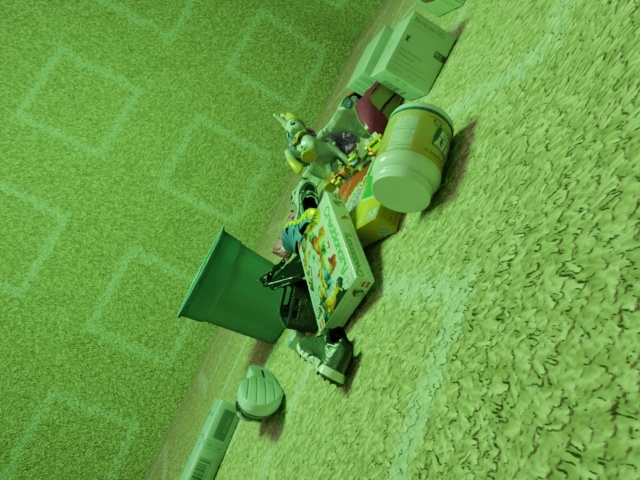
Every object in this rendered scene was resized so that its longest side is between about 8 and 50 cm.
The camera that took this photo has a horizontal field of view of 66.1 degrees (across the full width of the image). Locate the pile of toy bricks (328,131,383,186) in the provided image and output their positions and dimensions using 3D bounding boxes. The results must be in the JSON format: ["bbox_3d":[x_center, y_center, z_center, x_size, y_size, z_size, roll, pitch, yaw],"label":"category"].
[{"bbox_3d":[0.136,-0.207,1.474,0.212,0.118,0.105,-41,48,19],"label":"pile of toy bricks"}]

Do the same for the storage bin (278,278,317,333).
[{"bbox_3d":[-0.058,0.177,1.382,0.180,0.084,0.122,-153,75,-78],"label":"storage bin"}]

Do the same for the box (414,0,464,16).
[{"bbox_3d":[0.404,-0.836,1.581,0.149,0.126,0.232,-61,13,11],"label":"box"}]

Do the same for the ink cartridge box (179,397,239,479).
[{"bbox_3d":[-0.412,0.717,1.737,0.385,0.091,0.308,-33,32,64],"label":"ink cartridge box"}]

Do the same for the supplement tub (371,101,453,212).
[{"bbox_3d":[0.191,-0.173,1.030,0.144,0.144,0.200,-40,26,60],"label":"supplement tub"}]

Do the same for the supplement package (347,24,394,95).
[{"bbox_3d":[0.228,-0.648,1.841,0.194,0.149,0.203,-64,13,-5],"label":"supplement package"}]

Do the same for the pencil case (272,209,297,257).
[{"bbox_3d":[-0.135,-0.024,2.160,0.098,0.095,0.210,9,73,60],"label":"pencil case"}]

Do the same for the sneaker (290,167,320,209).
[{"bbox_3d":[-0.081,-0.256,2.395,0.153,0.094,0.235,4,77,67],"label":"sneaker"}]

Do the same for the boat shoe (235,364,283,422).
[{"bbox_3d":[-0.173,0.441,1.346,0.335,0.121,0.119,143,146,-86],"label":"boat shoe"}]

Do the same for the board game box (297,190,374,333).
[{"bbox_3d":[0.027,0.049,1.193,0.193,0.053,0.305,-61,30,34],"label":"board game box"}]

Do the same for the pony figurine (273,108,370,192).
[{"bbox_3d":[0.020,-0.309,1.681,0.303,0.350,0.364,-60,31,29],"label":"pony figurine"}]

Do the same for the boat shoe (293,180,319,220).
[{"bbox_3d":[-0.048,-0.158,2.043,0.102,0.108,0.301,-51,19,42],"label":"boat shoe"}]

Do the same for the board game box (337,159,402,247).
[{"bbox_3d":[0.117,-0.092,1.287,0.316,0.064,0.242,-32,33,58],"label":"board game box"}]

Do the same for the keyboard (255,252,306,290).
[{"bbox_3d":[-0.067,0.069,1.444,0.201,0.033,0.317,-16,13,27],"label":"keyboard"}]

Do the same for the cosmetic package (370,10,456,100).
[{"bbox_3d":[0.269,-0.536,1.447,0.184,0.151,0.151,-63,13,4],"label":"cosmetic package"}]

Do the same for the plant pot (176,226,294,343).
[{"bbox_3d":[-0.269,0.177,1.714,0.341,0.334,0.341,-58,14,23],"label":"plant pot"}]

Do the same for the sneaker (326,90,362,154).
[{"bbox_3d":[0.121,-0.505,2.037,0.148,0.131,0.350,-36,32,49],"label":"sneaker"}]

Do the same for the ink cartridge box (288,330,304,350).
[{"bbox_3d":[-0.069,0.271,1.420,0.048,0.028,0.083,-57,13,23],"label":"ink cartridge box"}]

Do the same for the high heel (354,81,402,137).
[{"bbox_3d":[0.216,-0.460,1.575,0.181,0.127,0.377,-33,30,29],"label":"high heel"}]

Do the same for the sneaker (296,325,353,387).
[{"bbox_3d":[0.016,0.232,1.067,0.106,0.078,0.234,-61,16,-6],"label":"sneaker"}]

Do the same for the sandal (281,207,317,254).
[{"bbox_3d":[-0.073,-0.006,1.809,0.317,0.126,0.138,-41,29,62],"label":"sandal"}]
